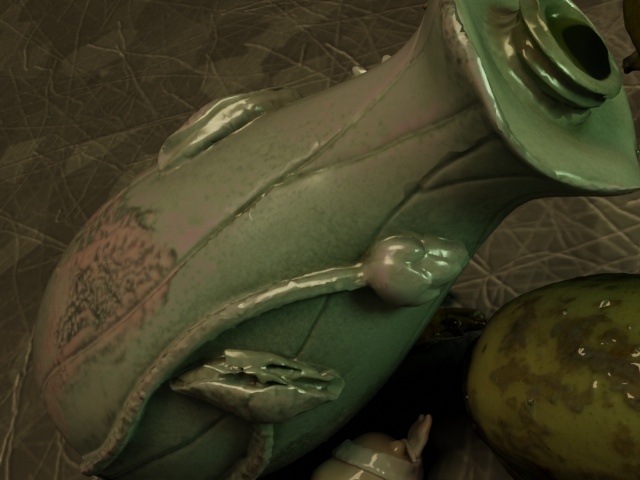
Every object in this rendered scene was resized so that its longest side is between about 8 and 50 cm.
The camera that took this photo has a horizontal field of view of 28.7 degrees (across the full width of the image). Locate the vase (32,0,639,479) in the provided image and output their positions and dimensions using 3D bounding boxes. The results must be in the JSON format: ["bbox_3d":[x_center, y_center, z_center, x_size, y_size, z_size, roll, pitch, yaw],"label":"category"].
[{"bbox_3d":[0.000,0.000,0.831,0.445,0.250,0.250,-38,31,33],"label":"vase"}]

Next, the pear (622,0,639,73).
[{"bbox_3d":[0.366,-0.203,0.881,0.375,0.287,0.287,-29,32,40],"label":"pear"}]

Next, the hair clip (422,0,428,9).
[{"bbox_3d":[0.206,-0.297,1.251,0.106,0.084,0.292,25,59,27],"label":"hair clip"}]

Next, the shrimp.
[{"bbox_3d":[0.071,0.055,0.986,0.163,0.045,0.095,-4,25,38],"label":"shrimp"}]

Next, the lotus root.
[{"bbox_3d":[0.227,0.098,0.740,0.309,0.173,0.173,9,53,38],"label":"lotus root"}]

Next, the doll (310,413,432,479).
[{"bbox_3d":[0.037,0.173,0.854,0.127,0.073,0.084,-39,71,-3],"label":"doll"}]
